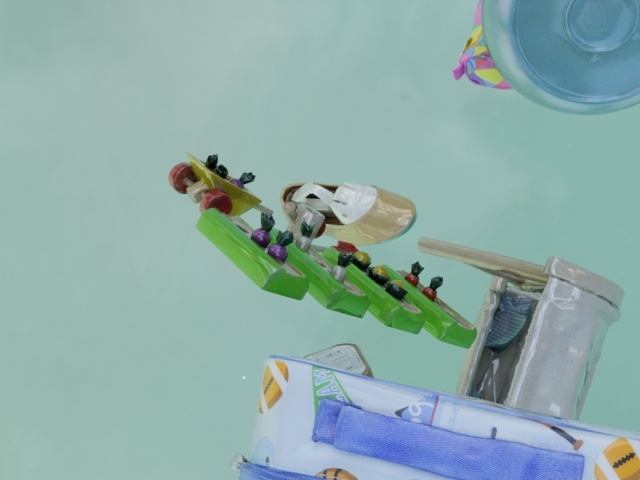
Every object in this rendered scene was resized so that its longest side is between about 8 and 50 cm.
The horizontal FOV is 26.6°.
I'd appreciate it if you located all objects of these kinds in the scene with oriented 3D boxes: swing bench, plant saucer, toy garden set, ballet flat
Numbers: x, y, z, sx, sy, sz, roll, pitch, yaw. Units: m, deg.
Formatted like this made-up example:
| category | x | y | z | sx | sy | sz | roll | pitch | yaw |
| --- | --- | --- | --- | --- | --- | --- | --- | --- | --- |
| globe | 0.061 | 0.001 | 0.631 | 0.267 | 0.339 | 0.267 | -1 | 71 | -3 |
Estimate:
| category | x | y | z | sx | sy | sz | roll | pitch | yaw |
| --- | --- | --- | --- | --- | --- | --- | --- | --- | --- |
| swing bench | 0.198 | 0.149 | 1.454 | 0.165 | 0.255 | 0.253 | 22 | 85 | -30 |
| plant saucer | 0.379 | -0.309 | 1.836 | 0.318 | 0.043 | 0.317 | 0 | 118 | -1 |
| toy garden set | 0.000 | 0.000 | 1.155 | 0.244 | 0.204 | 0.049 | 18 | 105 | -42 |
| ballet flat | 0.024 | -0.039 | 1.688 | 0.073 | 0.232 | 0.080 | 42 | 68 | -29 |

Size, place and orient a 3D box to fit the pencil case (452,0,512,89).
| category | x | y | z | sx | sy | sz | roll | pitch | yaw |
| --- | --- | --- | --- | --- | --- | --- | --- | --- | --- |
| pencil case | 0.271 | -0.337 | 1.991 | 0.104 | 0.104 | 0.236 | 19 | 70 | -1 |

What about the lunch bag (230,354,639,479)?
| category | x | y | z | sx | sy | sz | roll | pitch | yaw |
| --- | --- | --- | --- | --- | --- | --- | --- | --- | --- |
| lunch bag | 0.091 | 0.160 | 0.939 | 0.303 | 0.243 | 0.115 | 10 | 81 | 10 |

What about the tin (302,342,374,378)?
| category | x | y | z | sx | sy | sz | roll | pitch | yaw |
| --- | --- | --- | --- | --- | --- | --- | --- | --- | --- |
| tin | 0.017 | 0.189 | 1.868 | 0.106 | 0.189 | 0.040 | -24 | 104 | -3 |
